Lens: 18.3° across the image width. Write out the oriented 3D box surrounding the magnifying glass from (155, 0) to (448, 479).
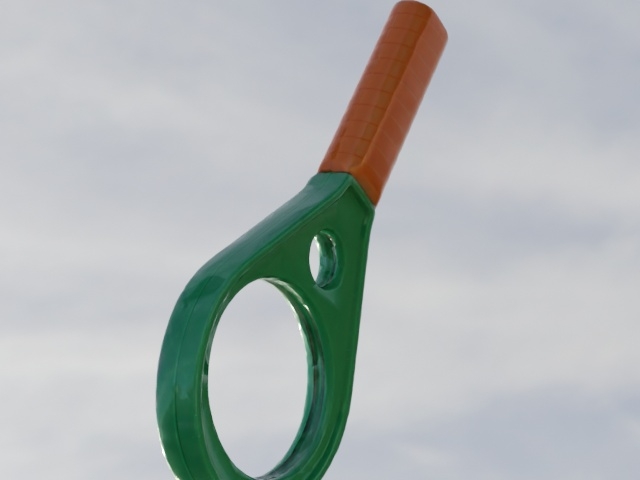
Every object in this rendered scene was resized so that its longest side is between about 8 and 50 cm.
[{"bbox_3d":[0.000,0.000,0.752,0.026,0.231,0.092,-1,-40,37],"label":"magnifying glass"}]
